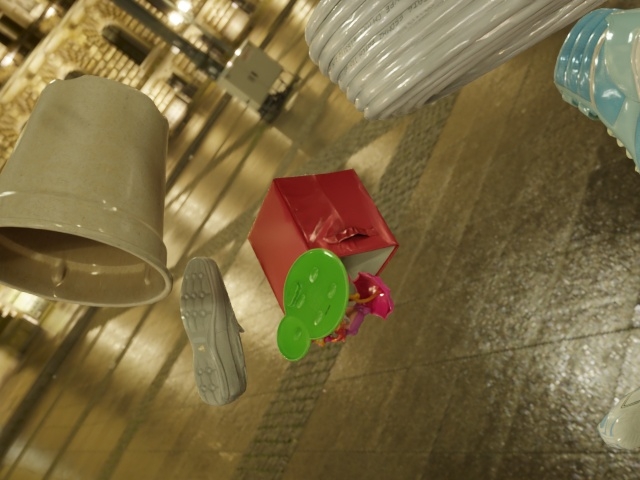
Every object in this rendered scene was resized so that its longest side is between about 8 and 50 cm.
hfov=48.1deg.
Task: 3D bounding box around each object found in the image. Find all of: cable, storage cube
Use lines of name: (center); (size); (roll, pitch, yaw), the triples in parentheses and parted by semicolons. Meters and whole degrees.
cable: (0.114, -0.165, 0.455); (0.257, 0.089, 0.257); (-32, 2, 3)
storage cube: (0.000, 0.000, 1.354); (0.193, 0.184, 0.215); (62, 145, 27)

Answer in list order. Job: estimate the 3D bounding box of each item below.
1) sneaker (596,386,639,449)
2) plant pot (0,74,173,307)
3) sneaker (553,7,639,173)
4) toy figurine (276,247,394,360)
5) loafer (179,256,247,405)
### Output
sneaker: (0.582, 0.278, 1.249); (0.237, 0.085, 0.086); (-29, 5, -12)
plant pot: (-0.386, -0.087, 1.191); (0.334, 0.334, 0.305); (-33, 45, 53)
sneaker: (0.382, -0.134, 0.837); (0.127, 0.318, 0.208); (-29, 29, -8)
toy figurine: (0.036, 0.105, 1.074); (0.130, 0.159, 0.173); (38, 109, 43)
loafer: (-0.223, 0.190, 1.536); (0.112, 0.319, 0.112); (-4, 5, 36)
